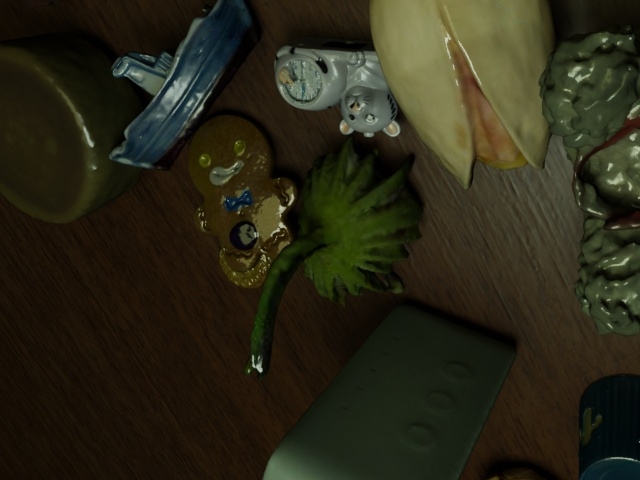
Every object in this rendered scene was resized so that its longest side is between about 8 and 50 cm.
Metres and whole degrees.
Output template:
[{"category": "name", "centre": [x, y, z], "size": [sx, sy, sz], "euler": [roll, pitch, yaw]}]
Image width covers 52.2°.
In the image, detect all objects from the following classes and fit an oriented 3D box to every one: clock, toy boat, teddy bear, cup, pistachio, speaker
[{"category": "clock", "centre": [0.022, -0.196, 0.846], "size": [0.176, 0.080, 0.117], "euler": [11, 119, 20]}, {"category": "toy boat", "centre": [-0.204, -0.228, 0.901], "size": [0.142, 0.129, 0.309], "euler": [34, 109, -14]}, {"category": "teddy bear", "centre": [0.419, -0.087, 0.625], "size": [0.368, 0.224, 0.357], "euler": [-4, 126, 26]}, {"category": "cup", "centre": [0.402, 0.254, 0.828], "size": [0.131, 0.155, 0.176], "euler": [29, 125, 11]}, {"category": "pistachio", "centre": [0.160, -0.200, 0.707], "size": [0.187, 0.187, 0.299], "euler": [-12, 112, 31]}, {"category": "speaker", "centre": [0.096, 0.250, 0.835], "size": [0.184, 0.406, 0.183], "euler": [27, 123, 18]}]

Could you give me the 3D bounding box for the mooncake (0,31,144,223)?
[{"category": "mooncake", "centre": [-0.412, -0.178, 1.030], "size": [0.284, 0.155, 0.284], "euler": [11, 120, 20]}]

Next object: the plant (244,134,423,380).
[{"category": "plant", "centre": [0.032, 0.003, 0.802], "size": [0.180, 0.333, 0.251], "euler": [2, 103, 10]}]

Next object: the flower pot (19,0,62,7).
[{"category": "flower pot", "centre": [-0.424, -0.398, 0.966], "size": [0.111, 0.111, 0.089], "euler": [14, 131, 20]}]

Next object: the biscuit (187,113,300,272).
[{"category": "biscuit", "centre": [-0.120, -0.072, 0.972], "size": [0.180, 0.039, 0.236], "euler": [-20, 89, 22]}]

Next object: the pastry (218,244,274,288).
[{"category": "pastry", "centre": [-0.115, 0.027, 1.039], "size": [0.109, 0.057, 0.097], "euler": [-8, 109, 28]}]

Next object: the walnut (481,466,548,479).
[{"category": "walnut", "centre": [0.309, 0.431, 0.978], "size": [0.144, 0.144, 0.180], "euler": [-10, 101, 30]}]
